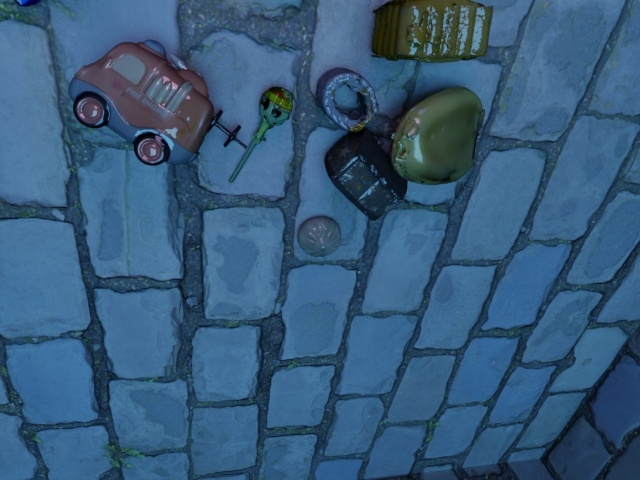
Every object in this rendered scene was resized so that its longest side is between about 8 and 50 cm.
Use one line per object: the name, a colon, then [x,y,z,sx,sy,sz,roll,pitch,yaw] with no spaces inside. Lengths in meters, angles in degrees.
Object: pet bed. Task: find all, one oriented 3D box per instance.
pet bed: [0.134,-0.190,1.117,0.159,0.183,0.211,-39,120,19]

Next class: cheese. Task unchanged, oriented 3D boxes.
cheese: [0.303,-0.262,1.082,0.316,0.128,0.259,-24,117,-35]

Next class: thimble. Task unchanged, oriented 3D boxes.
thimble: [0.065,-0.358,1.030,0.127,0.117,0.151,-37,121,10]

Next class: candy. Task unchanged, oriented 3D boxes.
candy: [-0.167,-0.263,1.066,0.083,0.091,0.305,18,123,-34]

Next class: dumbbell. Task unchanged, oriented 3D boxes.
dumbbell: [-0.246,-0.282,1.029,0.147,0.069,0.069,37,107,-20]

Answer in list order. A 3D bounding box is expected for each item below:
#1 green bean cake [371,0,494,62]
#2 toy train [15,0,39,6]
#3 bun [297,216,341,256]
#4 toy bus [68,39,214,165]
green bean cake: [0.245,-0.479,0.933,0.224,0.229,0.130,-5,116,-13]
toy train: [-0.592,-0.569,0.767,0.131,0.082,0.204,-31,123,9]
bun: [0.000,0.000,1.256,0.139,0.094,0.138,-4,121,-7]
toy bus: [-0.375,-0.307,0.904,0.288,0.194,0.232,37,100,-15]
